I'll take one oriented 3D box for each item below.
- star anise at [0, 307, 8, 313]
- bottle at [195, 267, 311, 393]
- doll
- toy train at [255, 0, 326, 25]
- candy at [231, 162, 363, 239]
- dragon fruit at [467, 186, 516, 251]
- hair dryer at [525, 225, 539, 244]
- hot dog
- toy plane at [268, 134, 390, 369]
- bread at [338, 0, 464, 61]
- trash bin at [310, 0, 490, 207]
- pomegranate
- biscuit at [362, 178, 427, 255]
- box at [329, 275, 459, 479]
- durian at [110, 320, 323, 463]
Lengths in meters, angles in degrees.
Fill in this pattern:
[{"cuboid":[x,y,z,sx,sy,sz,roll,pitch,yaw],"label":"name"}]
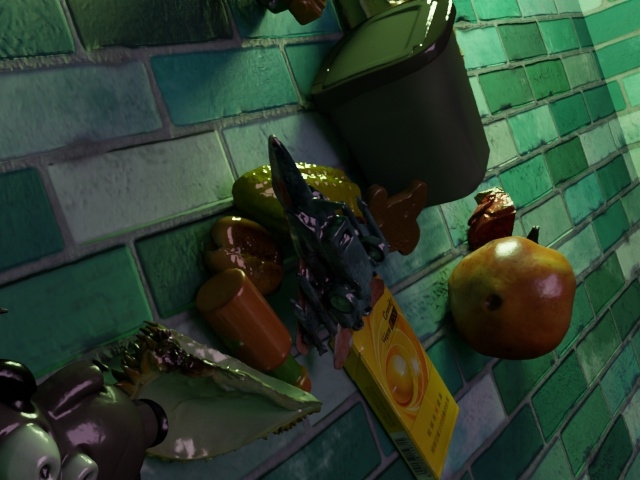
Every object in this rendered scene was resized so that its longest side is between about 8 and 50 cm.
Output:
[{"cuboid":[-0.314,0.073,0.905,0.141,0.144,0.158,23,27,5],"label":"star anise"},{"cuboid":[-0.068,0.117,1.276,0.187,0.069,0.069,54,34,-31],"label":"bottle"},{"cuboid":[-0.229,0.179,0.898,0.182,0.117,0.257,-65,157,5],"label":"doll"},{"cuboid":[-0.002,-0.473,1.529,0.178,0.249,0.429,49,37,-34],"label":"toy train"},{"cuboid":[-0.034,-0.051,1.406,0.199,0.094,0.106,8,73,-52],"label":"candy"},{"cuboid":[0.295,-0.032,1.978,0.162,0.083,0.106,79,3,-53],"label":"dragon fruit"},{"cuboid":[0.359,0.064,1.965,0.194,0.050,0.173,97,-3,-57],"label":"hair dryer"},{"cuboid":[-0.086,0.023,1.314,0.140,0.060,0.089,16,64,-48],"label":"hot dog"},{"cuboid":[0.006,0.001,1.331,0.223,0.104,0.326,-58,147,-34],"label":"toy plane"},{"cuboid":[0.129,-0.363,1.836,0.246,0.111,0.239,-30,100,-60],"label":"bread"},{"cuboid":[0.131,-0.193,1.649,0.250,0.219,0.219,63,30,-29],"label":"trash bin"},{"cuboid":[0.313,0.097,1.802,0.209,0.209,0.209,36,45,-47],"label":"pomegranate"},{"cuboid":[0.073,-0.018,1.568,0.205,0.031,0.138,-22,130,-43],"label":"biscuit"},{"cuboid":[0.111,0.194,1.567,0.269,0.043,0.152,58,32,-24],"label":"box"},{"cuboid":[-0.114,0.142,1.113,0.252,0.139,0.144,40,38,-43],"label":"durian"}]
